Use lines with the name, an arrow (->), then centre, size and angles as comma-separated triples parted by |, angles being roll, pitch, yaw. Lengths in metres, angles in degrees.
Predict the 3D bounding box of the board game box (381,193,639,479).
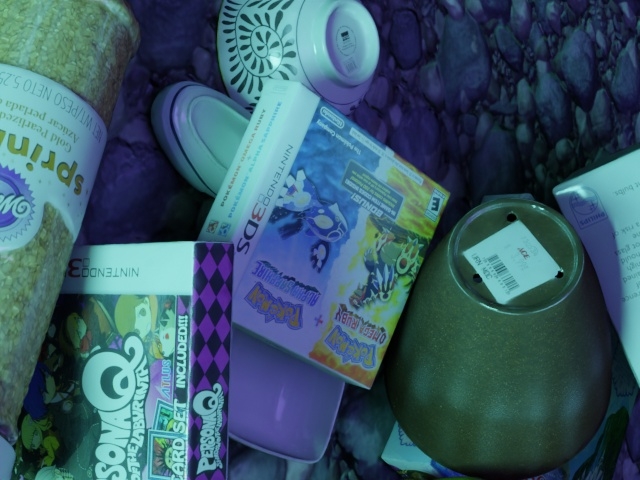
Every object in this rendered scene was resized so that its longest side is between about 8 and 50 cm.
board game box -> 0.225, 0.169, 1.267 | 0.319, 0.066, 0.318 | 45, 57, -37

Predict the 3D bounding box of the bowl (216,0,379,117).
bowl -> -0.002, -0.168, 1.026 | 0.170, 0.080, 0.170 | 3, 86, -46

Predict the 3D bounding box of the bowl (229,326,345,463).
bowl -> -0.044, 0.106, 0.989 | 0.142, 0.053, 0.142 | 30, 68, -43

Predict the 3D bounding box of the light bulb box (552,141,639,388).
light bulb box -> 0.419, 0.056, 1.212 | 0.361, 0.225, 0.358 | 66, 16, 1

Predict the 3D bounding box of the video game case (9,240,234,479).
video game case -> -0.142, 0.117, 0.768 | 0.042, 0.210, 0.232 | 6, 85, -48

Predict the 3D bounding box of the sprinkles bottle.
sprinkles bottle -> -0.210, -0.006, 0.728 | 0.121, 0.121, 0.355 | 37, 53, -40

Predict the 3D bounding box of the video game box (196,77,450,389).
video game box -> 0.000, 0.000, 0.946 | 0.205, 0.048, 0.187 | 31, 80, -42

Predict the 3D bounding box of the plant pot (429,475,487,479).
plant pot -> 0.144, 0.405, 0.997 | 0.366, 0.366, 0.353 | -44, 109, -39

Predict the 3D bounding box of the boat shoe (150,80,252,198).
boat shoe -> -0.041, -0.057, 0.982 | 0.226, 0.076, 0.083 | 40, 60, -39

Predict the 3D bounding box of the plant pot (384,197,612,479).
plant pot -> 0.160, 0.069, 1.025 | 0.230, 0.215, 0.215 | 82, 29, -60
